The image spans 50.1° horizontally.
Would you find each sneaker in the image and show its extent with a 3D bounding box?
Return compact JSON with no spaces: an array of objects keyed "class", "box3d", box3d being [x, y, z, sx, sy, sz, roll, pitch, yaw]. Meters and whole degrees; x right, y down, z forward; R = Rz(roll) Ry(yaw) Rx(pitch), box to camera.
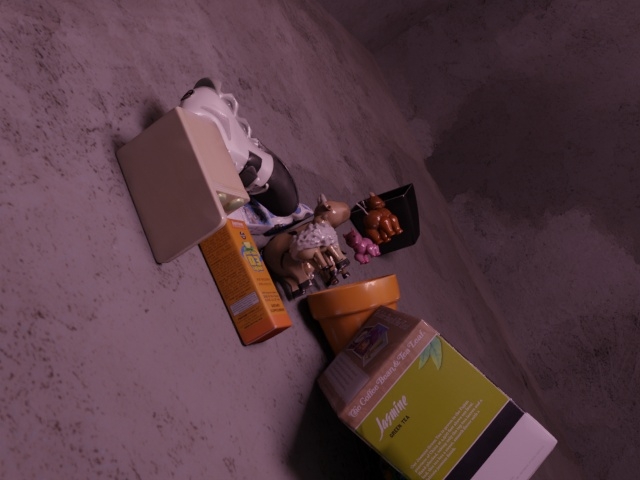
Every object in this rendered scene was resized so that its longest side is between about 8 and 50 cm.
[{"class":"sneaker","box3d":[-0.080,-0.071,1.623,0.081,0.080,0.211,62,20,2]},{"class":"sneaker","box3d":[-0.177,-0.153,1.379,0.330,0.122,0.146,51,42,-20]}]

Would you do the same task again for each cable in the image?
[{"class":"cable","box3d":[0.096,0.483,1.342,0.139,0.072,0.287,19,29,-34]}]

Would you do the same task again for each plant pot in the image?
[{"class":"plant pot","box3d":[0.220,-0.059,2.156,0.167,0.187,0.188,68,20,-8]},{"class":"plant pot","box3d":[0.090,0.189,1.520,0.205,0.205,0.188,-7,82,-67]}]

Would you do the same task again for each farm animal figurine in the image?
[{"class":"farm animal figurine","box3d":[0.000,0.000,1.526,0.327,0.330,0.172,-25,78,-37]}]

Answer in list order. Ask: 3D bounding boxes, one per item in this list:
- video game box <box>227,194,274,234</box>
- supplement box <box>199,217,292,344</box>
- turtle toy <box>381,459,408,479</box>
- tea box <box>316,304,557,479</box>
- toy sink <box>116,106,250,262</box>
[{"class":"video game box","box3d":[-0.200,-0.111,1.459,0.187,0.048,0.205,1,61,-62]},{"class":"supplement box","box3d":[-0.144,0.075,1.290,0.233,0.080,0.078,62,19,14]},{"class":"turtle toy","box3d":[0.181,0.497,1.454,0.095,0.066,0.130,56,21,-7]},{"class":"tea box","box3d":[0.192,0.310,1.274,0.323,0.220,0.329,43,-5,-4]},{"class":"toy sink","box3d":[-0.231,-0.088,1.214,0.131,0.153,0.234,12,50,-63]}]
